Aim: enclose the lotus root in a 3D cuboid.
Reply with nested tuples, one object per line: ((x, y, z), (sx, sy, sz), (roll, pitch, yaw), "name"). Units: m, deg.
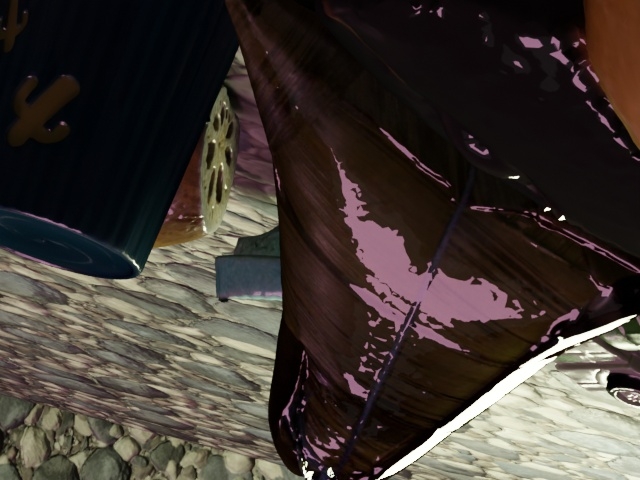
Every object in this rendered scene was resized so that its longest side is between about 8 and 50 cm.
((-0.099, -0.049, 0.963), (0.081, 0.112, 0.122), (7, 163, 8), "lotus root")

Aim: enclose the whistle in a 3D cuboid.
((0.036, 0.017, 1.106), (0.186, 0.093, 0.274), (6, 178, -39), "whistle")

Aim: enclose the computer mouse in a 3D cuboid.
((0.144, -0.046, 0.610), (0.323, 0.116, 0.183), (15, -177, -21), "computer mouse")

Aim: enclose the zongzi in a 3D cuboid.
((0.000, 0.000, 0.899), (0.300, 0.138, 0.286), (32, 130, -22), "zongzi")

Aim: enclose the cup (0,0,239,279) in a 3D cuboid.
((-0.140, -0.070, 0.847), (0.177, 0.155, 0.131), (5, 161, 33), "cup")

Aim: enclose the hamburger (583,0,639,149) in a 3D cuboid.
((0.161, -0.078, 0.398), (0.162, 0.209, 0.330), (5, 159, 37), "hamburger")

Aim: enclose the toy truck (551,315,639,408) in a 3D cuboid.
((0.225, 0.036, 0.949), (0.125, 0.101, 0.242), (31, 157, -30), "toy truck")
